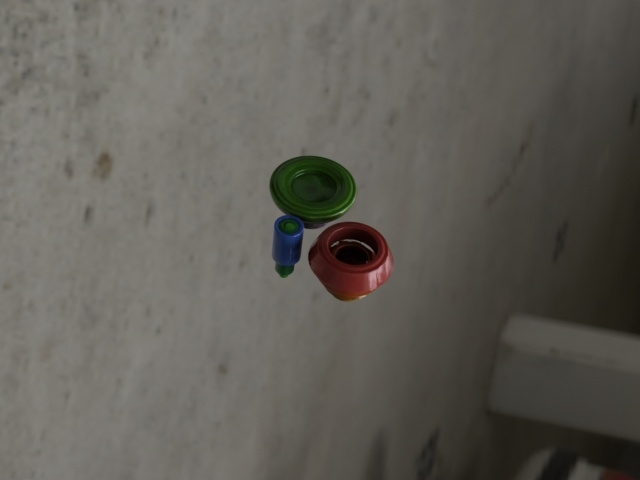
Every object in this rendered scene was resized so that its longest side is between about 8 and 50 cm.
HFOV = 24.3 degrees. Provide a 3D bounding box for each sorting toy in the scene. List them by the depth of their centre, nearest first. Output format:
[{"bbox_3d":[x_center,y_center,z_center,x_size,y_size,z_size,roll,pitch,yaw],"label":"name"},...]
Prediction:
[{"bbox_3d":[0.000,0.000,0.858,0.042,0.061,0.102,99,-31,-47],"label":"sorting toy"}]
